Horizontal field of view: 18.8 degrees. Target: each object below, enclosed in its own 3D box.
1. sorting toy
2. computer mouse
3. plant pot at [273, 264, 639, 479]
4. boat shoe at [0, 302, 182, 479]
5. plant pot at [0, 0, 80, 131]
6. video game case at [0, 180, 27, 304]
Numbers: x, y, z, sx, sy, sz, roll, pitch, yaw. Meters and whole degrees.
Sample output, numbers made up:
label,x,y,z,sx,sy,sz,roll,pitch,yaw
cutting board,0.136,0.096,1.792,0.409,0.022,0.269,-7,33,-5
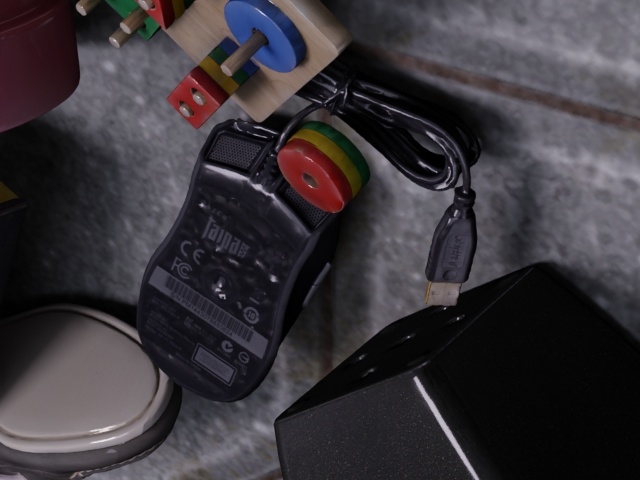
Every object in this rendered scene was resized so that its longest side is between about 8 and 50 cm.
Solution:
label,x,y,z,sx,sy,sz,roll,pitch,yaw
sorting toy,-0.071,-0.121,0.959,0.274,0.046,0.132,45,158,-6
computer mouse,0.000,0.000,1.102,0.184,0.060,0.262,28,125,15
plant pot,0.089,0.124,1.073,0.187,0.188,0.167,-25,97,44
boat shoe,-0.203,0.112,1.303,0.335,0.112,0.095,0,144,40
plant pot,-0.240,-0.158,1.034,0.201,0.201,0.180,6,113,29
video game case,-0.305,0.013,1.238,0.248,0.035,0.274,39,130,23
